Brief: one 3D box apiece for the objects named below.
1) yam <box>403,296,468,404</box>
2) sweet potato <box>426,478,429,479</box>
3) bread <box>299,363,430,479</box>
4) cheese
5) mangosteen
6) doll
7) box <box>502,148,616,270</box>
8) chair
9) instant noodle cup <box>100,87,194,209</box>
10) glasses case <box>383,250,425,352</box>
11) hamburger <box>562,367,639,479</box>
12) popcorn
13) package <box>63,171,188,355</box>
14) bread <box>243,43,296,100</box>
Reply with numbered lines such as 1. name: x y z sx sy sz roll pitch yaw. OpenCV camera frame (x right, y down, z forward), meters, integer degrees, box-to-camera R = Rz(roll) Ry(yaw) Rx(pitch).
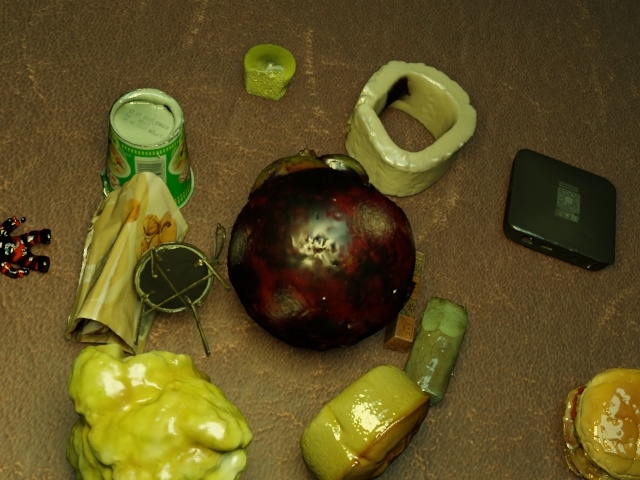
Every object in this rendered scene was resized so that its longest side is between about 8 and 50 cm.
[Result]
1. yam: 0.248 0.226 1.383 0.106 0.106 0.259 25 60 -1
2. sweet potato: 0.227 0.524 1.259 0.026 0.026 0.115 -8 65 -19
3. bread: 0.088 0.347 1.183 0.270 0.270 0.148 -33 67 -27
4. cheese: 0.211 -0.280 1.613 0.292 0.153 0.332 39 59 7
5. mangosteen: -0.006 0.023 1.291 0.381 0.381 0.421 -3 30 -16
6. doll: -0.662 0.012 1.263 0.248 0.088 0.127 7 61 -16
7. box: 0.618 -0.082 1.661 0.290 0.073 0.289 19 59 -4
8. chair: -0.260 0.073 1.193 0.170 0.160 0.326 12 18 -21
9. instant noodle cup: -0.367 -0.187 1.362 0.207 0.233 0.207 6 62 -11
10. glasses case: 0.190 0.133 1.430 0.049 0.075 0.218 19 59 -8
11. hamburger: 0.634 0.397 1.355 0.244 0.163 0.244 7 63 -13
12. popcorn: -0.276 0.340 1.042 0.292 0.334 0.293 14 30 -15
13. package: -0.404 0.044 1.260 0.165 0.221 0.311 7 64 10
14. bread: -0.130 -0.426 1.621 0.129 0.114 0.111 17 59 -5
